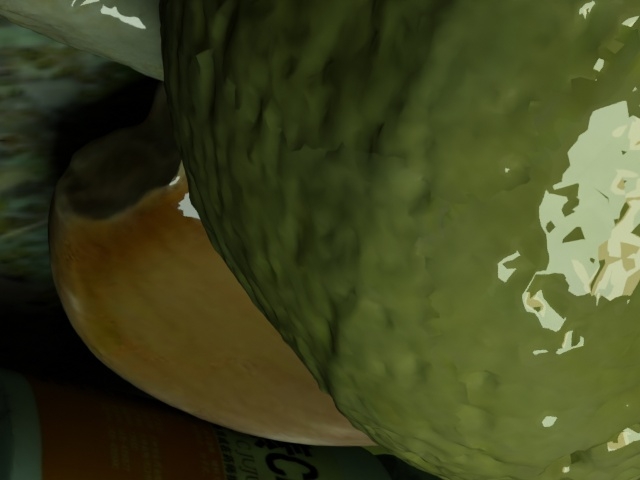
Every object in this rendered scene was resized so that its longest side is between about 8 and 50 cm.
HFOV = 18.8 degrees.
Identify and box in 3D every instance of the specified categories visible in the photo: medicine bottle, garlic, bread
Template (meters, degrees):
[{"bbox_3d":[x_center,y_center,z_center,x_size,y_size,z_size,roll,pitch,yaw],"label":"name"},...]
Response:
[{"bbox_3d":[-0.076,0.154,0.893,0.318,0.158,0.158,14,138,-24],"label":"medicine bottle"},{"bbox_3d":[0.000,0.000,0.827,0.217,0.110,0.228,-31,125,30],"label":"garlic"},{"bbox_3d":[0.104,-0.070,0.604,0.320,0.237,0.321,-17,131,-20],"label":"bread"}]

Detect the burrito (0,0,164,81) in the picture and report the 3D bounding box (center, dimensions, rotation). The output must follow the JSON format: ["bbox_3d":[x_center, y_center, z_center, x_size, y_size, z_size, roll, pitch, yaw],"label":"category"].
[{"bbox_3d":[-0.094,-0.108,0.658,0.226,0.060,0.087,16,99,-33],"label":"burrito"}]
